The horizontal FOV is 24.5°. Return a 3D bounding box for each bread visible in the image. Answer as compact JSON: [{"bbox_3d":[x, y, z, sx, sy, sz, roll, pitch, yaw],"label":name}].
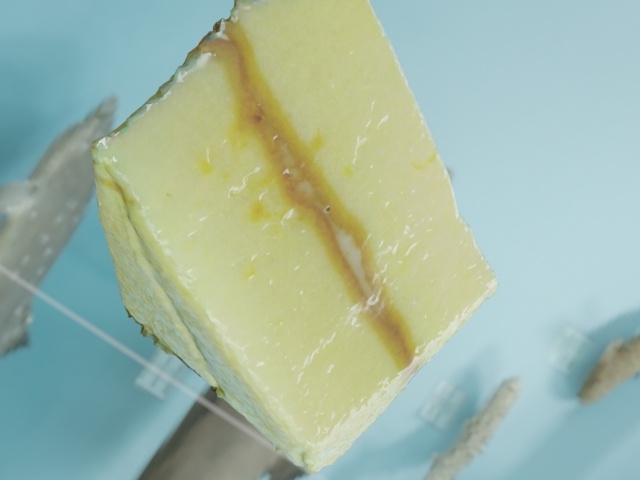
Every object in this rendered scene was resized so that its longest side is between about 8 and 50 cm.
[{"bbox_3d":[-0.001,-0.002,0.729,0.167,0.163,0.264,-47,172,-13],"label":"bread"}]
